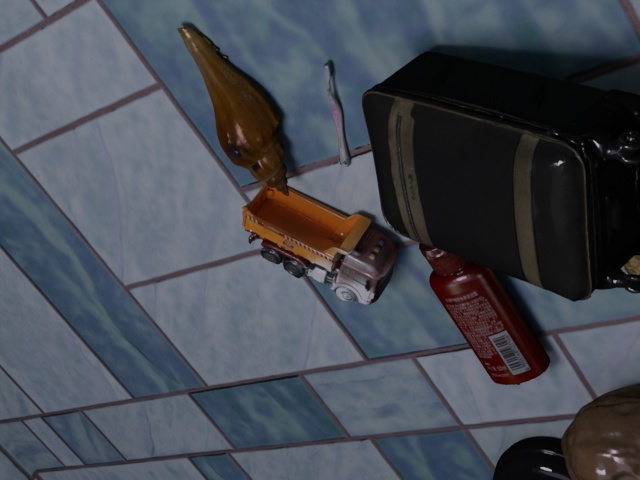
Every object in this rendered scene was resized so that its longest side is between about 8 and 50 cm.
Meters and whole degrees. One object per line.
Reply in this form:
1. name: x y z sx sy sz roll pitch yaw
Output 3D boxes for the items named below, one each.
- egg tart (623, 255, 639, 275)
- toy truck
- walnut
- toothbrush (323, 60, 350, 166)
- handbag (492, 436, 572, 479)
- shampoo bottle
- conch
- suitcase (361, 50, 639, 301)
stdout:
1. egg tart: 0.509 -0.025 1.518 0.290 0.115 0.290 17 134 19
2. toy truck: 0.000 0.000 1.869 0.270 0.114 0.135 27 143 11
3. walnut: 0.535 0.359 1.782 0.273 0.273 0.226 3 98 30
4. toothbrush: 0.025 -0.199 1.725 0.017 0.022 0.204 14 136 27
5. handbag: 0.454 0.506 2.077 0.254 0.093 0.308 18 137 17
6. shampoo bottle: 0.273 0.113 1.826 0.118 0.076 0.314 -14 120 41
7. conch: -0.142 -0.207 1.769 0.109 0.093 0.330 -12 122 47
8. suitcase: 0.256 -0.089 1.477 0.434 0.194 0.283 24 139 40
